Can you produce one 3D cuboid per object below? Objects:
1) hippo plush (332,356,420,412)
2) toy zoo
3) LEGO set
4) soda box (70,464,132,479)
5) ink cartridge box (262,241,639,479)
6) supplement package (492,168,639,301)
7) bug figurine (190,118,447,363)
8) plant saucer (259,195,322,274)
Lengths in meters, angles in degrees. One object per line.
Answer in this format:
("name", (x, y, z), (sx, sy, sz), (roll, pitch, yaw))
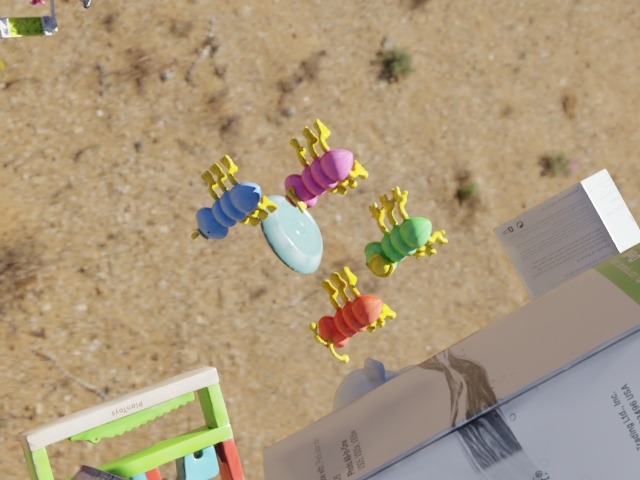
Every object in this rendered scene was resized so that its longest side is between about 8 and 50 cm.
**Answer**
("hippo plush", (0.097, 0.290, 1.626), (0.294, 0.234, 0.237), (-9, 54, -31))
("toy zoo", (-0.149, 0.285, 1.148), (0.192, 0.030, 0.293), (-19, 99, -28))
("LEGO set", (-0.291, -0.298, 1.451), (0.287, 0.132, 0.107), (-8, 97, -21))
("soda box", (-0.197, 0.280, 0.999), (0.063, 0.058, 0.183), (18, 94, -2))
("ink cartridge box", (0.138, 0.150, 0.678), (0.289, 0.121, 0.211), (-28, 104, 3))
("supplement package", (0.350, 0.053, 1.574), (0.244, 0.134, 0.139), (61, 27, 3))
("bug figurine", (0.000, 0.000, 1.366), (0.279, 0.216, 0.072), (42, 27, -15))
("plant saucer", (-0.034, -0.012, 1.647), (0.119, 0.021, 0.119), (37, 36, -33))
